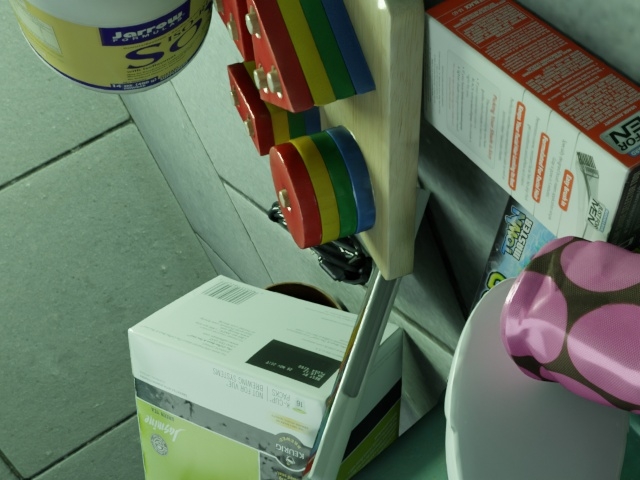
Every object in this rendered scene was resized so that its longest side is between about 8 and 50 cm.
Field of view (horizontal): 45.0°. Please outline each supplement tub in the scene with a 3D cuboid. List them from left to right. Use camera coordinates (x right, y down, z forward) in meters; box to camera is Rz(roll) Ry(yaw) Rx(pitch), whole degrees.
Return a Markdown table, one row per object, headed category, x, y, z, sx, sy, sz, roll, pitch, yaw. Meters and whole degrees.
| category | x | y | z | sx | sy | sz | roll | pitch | yaw |
| --- | --- | --- | --- | --- | --- | --- | --- | --- | --- |
| supplement tub | -0.225 | -0.313 | 0.818 | 0.241 | 0.241 | 0.331 | 59 | 167 | -1 |

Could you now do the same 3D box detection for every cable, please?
| category | x | y | z | sx | sy | sz | roll | pitch | yaw |
| --- | --- | --- | --- | --- | --- | --- | --- | --- | --- |
| cable | 0.000 | 0.000 | 0.972 | 0.150 | 0.047 | 0.184 | 35 | -170 | -2 |

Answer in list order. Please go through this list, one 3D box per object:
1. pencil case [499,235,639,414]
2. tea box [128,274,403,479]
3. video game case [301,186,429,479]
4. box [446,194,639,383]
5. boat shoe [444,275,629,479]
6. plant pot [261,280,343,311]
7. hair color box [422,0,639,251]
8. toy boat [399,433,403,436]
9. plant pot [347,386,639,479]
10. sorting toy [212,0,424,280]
| category | x | y | z | sx | sy | sz | roll | pitch | yaw |
| --- | --- | --- | --- | --- | --- | --- | --- | --- | --- |
| pencil case | 0.194 | 0.066 | 0.366 | 0.209 | 0.095 | 0.098 | 24 | 173 | 42 |
| tea box | -0.075 | 0.266 | 1.127 | 0.328 | 0.220 | 0.324 | 14 | 116 | 28 |
| video game case | 0.041 | 0.107 | 0.780 | 0.025 | 0.285 | 0.204 | 20 | 161 | 3 |
| box | 0.160 | 0.065 | 0.549 | 0.114 | 0.036 | 0.207 | 47 | 142 | 39 |
| boat shoe | 0.125 | 0.175 | 0.468 | 0.102 | 0.108 | 0.302 | 104 | 165 | -70 |
| plant pot | -0.035 | 0.203 | 1.411 | 0.215 | 0.215 | 0.230 | 54 | 179 | 18 |
| hair color box | 0.132 | -0.072 | 0.465 | 0.167 | 0.053 | 0.093 | 51 | 163 | 34 |
| toy boat | 0.158 | 0.404 | 1.312 | 0.231 | 0.150 | 0.151 | 88 | 178 | -63 |
| plant pot | 0.133 | 0.310 | 0.697 | 0.341 | 0.334 | 0.341 | 54 | 166 | 21 |
| sorting toy | -0.015 | -0.129 | 0.621 | 0.257 | 0.089 | 0.256 | 85 | 163 | -47 |
